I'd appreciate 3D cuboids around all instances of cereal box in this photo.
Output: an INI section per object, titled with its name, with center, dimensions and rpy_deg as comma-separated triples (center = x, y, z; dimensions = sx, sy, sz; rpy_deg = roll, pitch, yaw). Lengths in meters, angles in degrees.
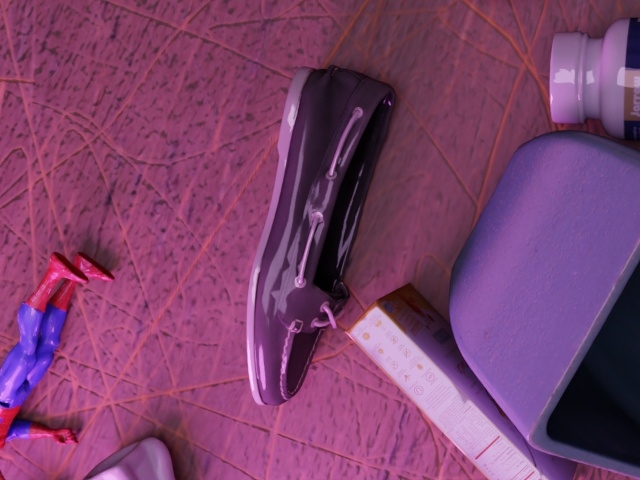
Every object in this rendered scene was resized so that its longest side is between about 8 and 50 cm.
[cereal box]
center = 0.136, 0.145, 1.486
dimensions = 0.240, 0.173, 0.047
rpy_deg = 45, 102, 6

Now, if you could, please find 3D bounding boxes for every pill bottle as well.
[pill bottle]
center = 0.304, -0.145, 1.453
dimensions = 0.187, 0.112, 0.112
rpy_deg = 2, 95, 14

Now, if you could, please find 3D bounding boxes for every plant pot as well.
[plant pot]
center = 0.255, 0.038, 1.396
dimensions = 0.247, 0.248, 0.252
rpy_deg = -62, 35, 11

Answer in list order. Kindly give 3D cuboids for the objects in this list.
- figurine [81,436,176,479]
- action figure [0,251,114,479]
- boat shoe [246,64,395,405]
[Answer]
[figurine]
center = -0.206, 0.336, 1.638
dimensions = 0.215, 0.092, 0.209
rpy_deg = -29, 96, 14
[action figure]
center = -0.282, 0.163, 1.630
dimensions = 0.139, 0.091, 0.280
rpy_deg = 38, 102, 17
[boat shoe]
center = 0.000, 0.000, 1.540
dimensions = 0.096, 0.112, 0.335
rpy_deg = 9, 93, 18
